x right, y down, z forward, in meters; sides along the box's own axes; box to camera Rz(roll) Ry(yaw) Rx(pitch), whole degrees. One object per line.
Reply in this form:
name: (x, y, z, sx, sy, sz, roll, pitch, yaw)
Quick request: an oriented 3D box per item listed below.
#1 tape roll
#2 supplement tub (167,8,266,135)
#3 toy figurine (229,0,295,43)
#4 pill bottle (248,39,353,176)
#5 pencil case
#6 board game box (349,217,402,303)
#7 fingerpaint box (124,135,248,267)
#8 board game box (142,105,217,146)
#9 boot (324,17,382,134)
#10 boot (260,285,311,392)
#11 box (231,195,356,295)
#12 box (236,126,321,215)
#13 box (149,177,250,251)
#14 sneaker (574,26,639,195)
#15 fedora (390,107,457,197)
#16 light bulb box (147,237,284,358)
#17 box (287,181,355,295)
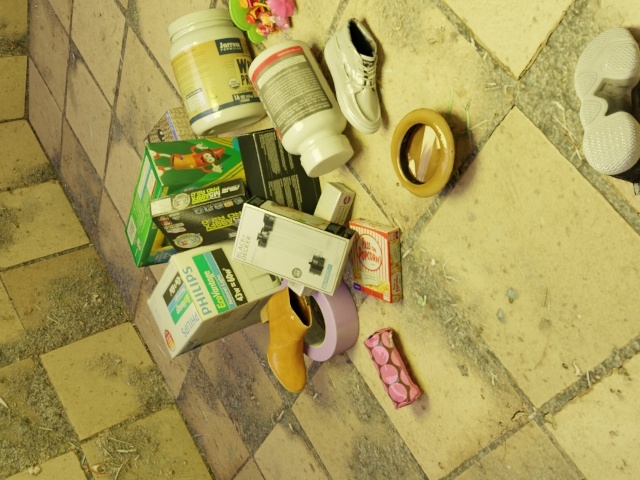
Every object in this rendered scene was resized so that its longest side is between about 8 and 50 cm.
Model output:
tape roll: (-0.008, 0.213, 2.001, 0.275, 0.090, 0.275, 27, 126, 46)
supplement tub: (-0.305, -0.482, 1.961, 0.228, 0.228, 0.316, -14, 95, 56)
toy figurine: (-0.135, -0.600, 1.793, 0.159, 0.130, 0.173, 18, 142, 39)
pill bottle: (-0.042, -0.329, 1.714, 0.176, 0.176, 0.319, -42, 70, 53)
pencil case: (0.193, 0.334, 1.782, 0.098, 0.095, 0.209, -33, 80, 39)
board game box: (0.143, 0.050, 1.751, 0.146, 0.045, 0.194, 18, 119, 49)
fingerpaint box: (-0.378, -0.115, 2.102, 0.163, 0.371, 0.445, 65, 145, 24)
board game box: (-0.478, -0.308, 2.363, 0.291, 0.141, 0.232, -27, 84, 56)
boot: (0.091, -0.384, 1.572, 0.258, 0.095, 0.123, 66, 152, 9)
boot: (-0.079, 0.287, 1.965, 0.211, 0.104, 0.295, -38, 70, 54)
box: (-0.072, 0.013, 1.757, 0.290, 0.087, 0.169, 21, 112, 8)
box: (-0.107, -0.181, 1.869, 0.103, 0.184, 0.261, 7, 111, 55)
box: (-0.321, -0.069, 1.926, 0.216, 0.270, 0.060, 73, -176, -61)
sneaker: (0.490, -0.204, 1.100, 0.101, 0.153, 0.269, -12, 61, 40)
fedora: (0.239, -0.192, 1.474, 0.194, 0.079, 0.194, 18, 113, 48)
light bulb box: (-0.318, 0.166, 2.169, 0.225, 0.361, 0.358, 61, 144, 14)
box: (0.000, 0.000, 1.829, 0.067, 0.063, 0.324, 36, 115, 37)
